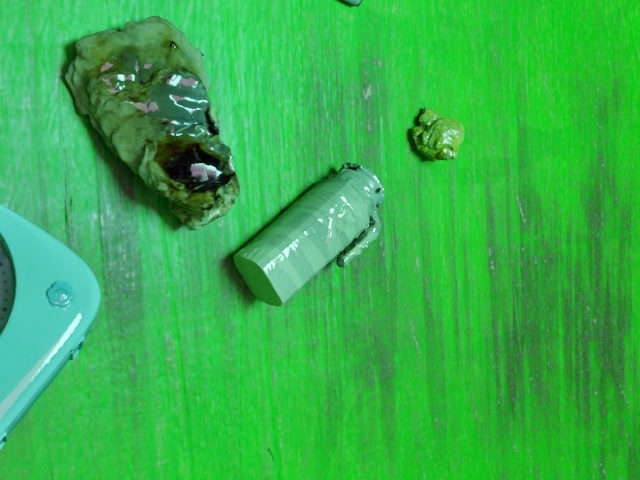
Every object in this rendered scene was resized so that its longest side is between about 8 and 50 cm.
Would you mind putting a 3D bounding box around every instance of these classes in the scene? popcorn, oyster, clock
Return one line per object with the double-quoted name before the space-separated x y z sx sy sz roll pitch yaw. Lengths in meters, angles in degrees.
"popcorn" 0.163 -0.145 1.072 0.059 0.068 0.083 35 33 -53
"oyster" -0.158 -0.121 0.836 0.161 0.107 0.233 -26 104 -22
"clock" -0.350 0.052 0.678 0.274 0.094 0.224 38 62 -3

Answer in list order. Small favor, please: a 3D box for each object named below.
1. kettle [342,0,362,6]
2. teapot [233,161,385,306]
"kettle" 0.027 -0.376 0.945 0.148 0.098 0.127 19 77 -37
"teapot" 0.000 0.000 0.958 0.200 0.077 0.107 -43 118 -25
